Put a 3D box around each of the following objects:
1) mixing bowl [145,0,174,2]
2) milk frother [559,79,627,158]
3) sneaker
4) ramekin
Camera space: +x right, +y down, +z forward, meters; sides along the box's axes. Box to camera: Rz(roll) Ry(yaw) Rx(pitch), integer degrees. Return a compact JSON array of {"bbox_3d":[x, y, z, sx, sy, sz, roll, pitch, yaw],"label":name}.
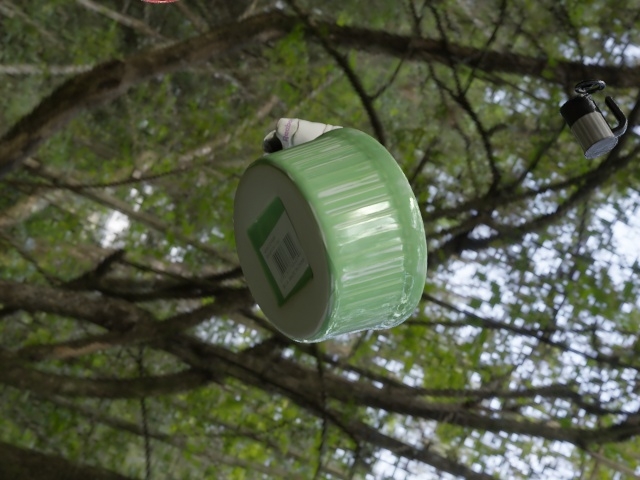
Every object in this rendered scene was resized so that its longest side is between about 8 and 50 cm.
[{"bbox_3d":[-0.218,-0.430,1.343,0.098,0.181,0.181,56,-50,31],"label":"mixing bowl"},{"bbox_3d":[0.630,-0.287,2.267,0.129,0.143,0.134,-34,-117,20],"label":"milk frother"},{"bbox_3d":[-0.037,-0.160,1.902,0.305,0.152,0.114,108,-1,-69],"label":"sneaker"},{"bbox_3d":[0.000,0.000,1.403,0.303,0.148,0.303,32,-50,48],"label":"ramekin"}]
